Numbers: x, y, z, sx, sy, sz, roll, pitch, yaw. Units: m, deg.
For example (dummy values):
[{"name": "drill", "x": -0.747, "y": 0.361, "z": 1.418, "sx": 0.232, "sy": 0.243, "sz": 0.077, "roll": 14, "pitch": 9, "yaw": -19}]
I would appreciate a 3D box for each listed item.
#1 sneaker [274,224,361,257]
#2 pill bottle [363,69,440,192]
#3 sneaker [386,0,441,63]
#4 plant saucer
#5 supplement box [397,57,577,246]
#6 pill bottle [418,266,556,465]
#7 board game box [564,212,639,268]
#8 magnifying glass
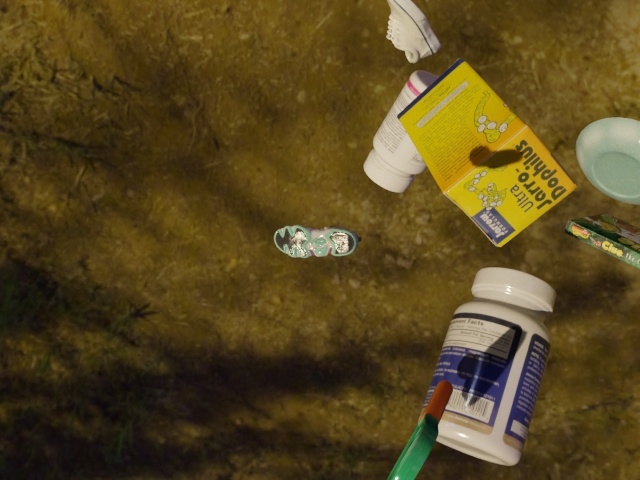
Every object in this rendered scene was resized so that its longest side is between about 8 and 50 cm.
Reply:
[{"name": "sneaker", "x": 0.000, "y": 0.000, "z": 0.801, "sx": 0.098, "sy": 0.038, "sz": 0.069, "roll": 6, "pitch": -173, "yaw": 14}, {"name": "pill bottle", "x": 0.233, "y": -0.271, "z": 1.744, "sx": 0.160, "sy": 0.160, "sz": 0.283, "roll": 18, "pitch": 124, "yaw": -20}, {"name": "sneaker", "x": 0.192, "y": -0.480, "z": 1.548, "sx": 0.091, "sy": 0.094, "sz": 0.258, "roll": -39, "pitch": 145, "yaw": 13}, {"name": "plant saucer", "x": 0.529, "y": -0.124, "z": 1.193, "sx": 0.195, "sy": 0.037, "sz": 0.195, "roll": 33, "pitch": 154, "yaw": 19}, {"name": "supplement box", "x": 0.330, "y": -0.192, "z": 1.424, "sx": 0.195, "sy": 0.357, "sz": 0.194, "roll": -41, "pitch": 122, "yaw": 17}, {"name": "pill bottle", "x": 0.256, "y": 0.183, "z": 1.025, "sx": 0.153, "sy": 0.265, "sz": 0.153, "roll": 21, "pitch": 163, "yaw": 7}, {"name": "board game box", "x": 0.563, "y": 0.022, "z": 1.166, "sx": 0.136, "sy": 0.259, "sz": 0.030, "roll": -12, "pitch": 123, "yaw": -39}, {"name": "magnifying glass", "x": 0.119, "y": 0.224, "z": 0.799, "sx": 0.026, "sy": 0.231, "sz": 0.092, "roll": 32, "pitch": 114, "yaw": 13}]
